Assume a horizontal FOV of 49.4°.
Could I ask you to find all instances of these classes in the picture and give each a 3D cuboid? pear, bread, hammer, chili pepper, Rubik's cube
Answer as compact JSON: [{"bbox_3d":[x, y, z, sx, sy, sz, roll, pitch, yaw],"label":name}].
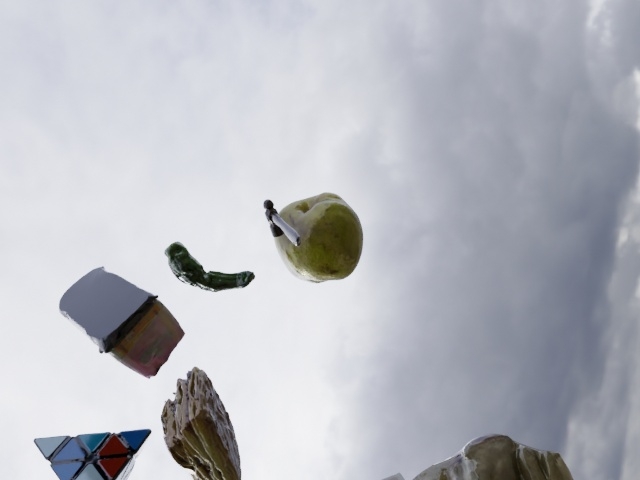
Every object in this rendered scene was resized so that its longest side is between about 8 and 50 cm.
[{"bbox_3d":[0.000,0.000,1.486,0.200,0.199,0.200,-20,-67,-57],"label":"pear"},{"bbox_3d":[-0.342,0.560,1.977,0.277,0.166,0.325,-113,4,-63],"label":"bread"},{"bbox_3d":[-0.054,-0.018,1.080,0.021,0.178,0.065,-22,-69,-13],"label":"hammer"},{"bbox_3d":[-0.222,0.062,1.359,0.050,0.182,0.073,-132,64,-77],"label":"chili pepper"},{"bbox_3d":[-0.502,0.560,1.621,0.250,0.234,0.284,-28,-77,-6],"label":"Rubik's cube"}]

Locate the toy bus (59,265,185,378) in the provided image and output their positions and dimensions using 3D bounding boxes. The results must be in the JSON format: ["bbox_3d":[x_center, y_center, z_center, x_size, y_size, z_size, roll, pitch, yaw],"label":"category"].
[{"bbox_3d":[-0.481,0.194,1.659,0.171,0.386,0.162,-46,-58,-20],"label":"toy bus"}]

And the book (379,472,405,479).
[{"bbox_3d":[0.114,0.535,1.349,0.241,0.170,0.018,-154,46,-78],"label":"book"}]

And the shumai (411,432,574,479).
[{"bbox_3d":[0.216,0.353,0.714,0.346,0.283,0.217,-27,-26,-9],"label":"shumai"}]
